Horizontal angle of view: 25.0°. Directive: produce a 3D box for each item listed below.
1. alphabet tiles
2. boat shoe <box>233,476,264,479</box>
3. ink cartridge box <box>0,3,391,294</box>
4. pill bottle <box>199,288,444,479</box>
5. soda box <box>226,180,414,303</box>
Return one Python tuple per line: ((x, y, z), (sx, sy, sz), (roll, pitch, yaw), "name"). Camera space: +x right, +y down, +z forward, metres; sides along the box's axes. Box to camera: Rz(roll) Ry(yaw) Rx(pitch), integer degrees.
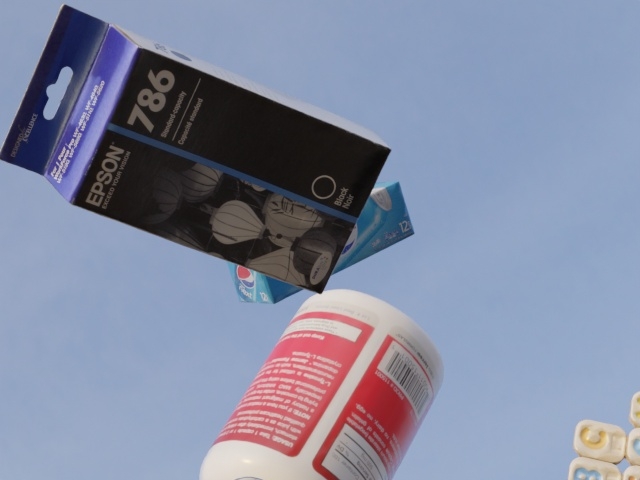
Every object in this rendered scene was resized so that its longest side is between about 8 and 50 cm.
((0.462, 0.332, 1.886), (0.278, 0.284, 0.021), (12, -33, 6), "alphabet tiles")
((-0.028, 0.263, 1.207), (0.066, 0.066, 0.183), (-39, -71, -8), "boat shoe")
((-0.115, -0.079, 1.344), (0.333, 0.065, 0.165), (20, -75, -20), "ink cartridge box")
((-0.015, 0.280, 1.915), (0.229, 0.407, 0.229), (22, -36, 17), "pill bottle")
((0.000, 0.000, 1.592), (0.210, 0.071, 0.067), (-26, -75, -33), "soda box")
